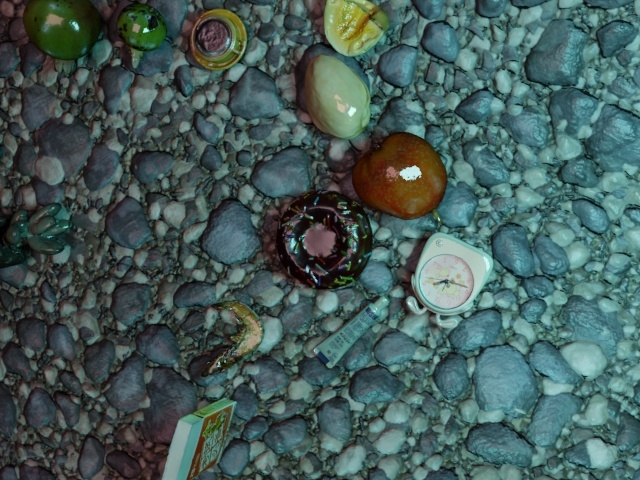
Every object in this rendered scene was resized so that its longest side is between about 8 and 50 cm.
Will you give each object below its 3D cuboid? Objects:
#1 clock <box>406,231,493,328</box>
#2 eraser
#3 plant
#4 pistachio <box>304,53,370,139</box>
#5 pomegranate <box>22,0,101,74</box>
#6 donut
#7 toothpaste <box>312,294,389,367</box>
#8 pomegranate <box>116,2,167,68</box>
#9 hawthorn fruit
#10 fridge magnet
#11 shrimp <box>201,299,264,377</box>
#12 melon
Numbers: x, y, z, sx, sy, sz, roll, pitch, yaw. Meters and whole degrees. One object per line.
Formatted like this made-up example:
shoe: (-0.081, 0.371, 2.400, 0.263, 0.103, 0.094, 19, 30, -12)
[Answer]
clock: (0.274, 0.088, 1.640, 0.151, 0.062, 0.191, 27, 98, 12)
eraser: (-0.270, 0.453, 1.703, 0.038, 0.230, 0.157, 18, 95, 17)
plant: (-0.756, -0.015, 1.870, 0.274, 0.149, 0.146, -13, 88, 12)
pistachio: (0.029, -0.315, 1.671, 0.145, 0.117, 0.200, -36, 81, 18)
pomegranate: (-0.622, -0.497, 1.828, 0.180, 0.180, 0.210, 27, 127, 13)
donut: (0.000, 0.000, 1.699, 0.235, 0.089, 0.235, 1, 93, 15)
toothpaste: (0.074, 0.201, 1.709, 0.216, 0.037, 0.062, -46, 80, 15)
pomegranate: (-0.429, -0.489, 1.801, 0.122, 0.122, 0.161, 34, 126, 12)
hawthorn fruit: (0.185, -0.118, 1.606, 0.225, 0.196, 0.196, 45, 101, -6)
fridge magnet: (-0.241, -0.470, 1.769, 0.143, 0.063, 0.143, 1, 94, 13)
shrimp: (-0.231, 0.224, 1.788, 0.195, 0.035, 0.148, -38, 84, 5)
melon: (0.075, -0.479, 1.684, 0.160, 0.079, 0.128, 41, 118, 10)
